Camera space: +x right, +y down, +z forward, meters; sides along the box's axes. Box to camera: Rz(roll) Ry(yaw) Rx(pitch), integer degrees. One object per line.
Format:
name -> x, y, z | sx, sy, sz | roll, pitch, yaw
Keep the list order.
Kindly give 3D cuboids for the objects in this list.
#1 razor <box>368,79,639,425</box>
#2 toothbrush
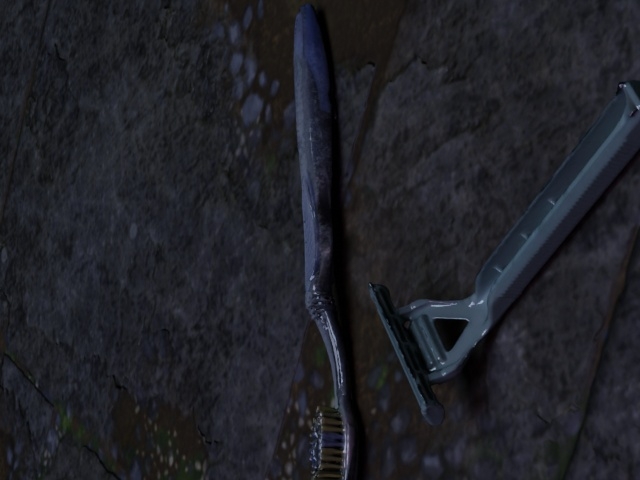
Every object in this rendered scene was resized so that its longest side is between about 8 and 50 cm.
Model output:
razor -> 0.139, 0.000, 1.141 | 0.278, 0.056, 0.111 | -49, 47, 32
toothbrush -> 0.000, 0.000, 1.361 | 0.035, 0.042, 0.413 | -28, 60, 52
